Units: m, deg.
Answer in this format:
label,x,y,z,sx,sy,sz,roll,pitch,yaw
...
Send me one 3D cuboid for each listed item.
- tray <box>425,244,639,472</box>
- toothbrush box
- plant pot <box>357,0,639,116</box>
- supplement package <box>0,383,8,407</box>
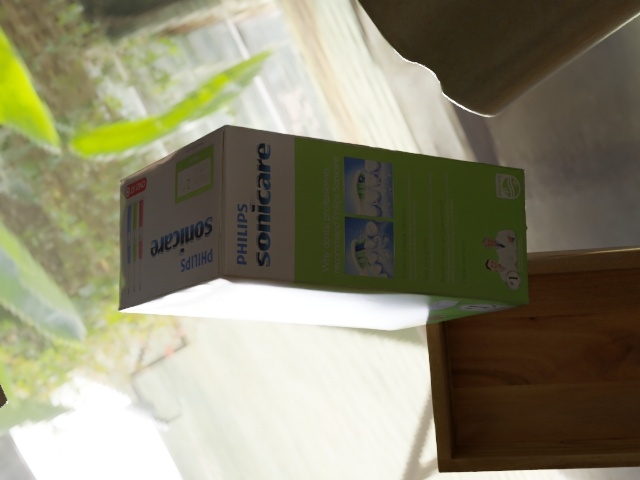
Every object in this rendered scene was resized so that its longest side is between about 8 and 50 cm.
label,x,y,z,sx,sy,sz,roll,pitch,yaw
tray,0.311,0.107,1.284,0.411,0.202,0.076,-4,-174,12
toothbrush box,0.000,0.000,1.127,0.283,0.122,0.206,4,168,-29
plant pot,0.202,-0.300,1.319,0.305,0.334,0.334,-43,-173,23
supplement package,-0.330,0.099,0.788,0.244,0.134,0.139,-39,155,-21
